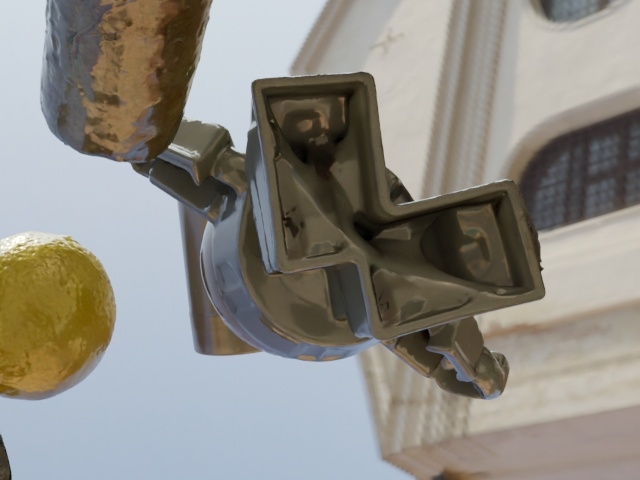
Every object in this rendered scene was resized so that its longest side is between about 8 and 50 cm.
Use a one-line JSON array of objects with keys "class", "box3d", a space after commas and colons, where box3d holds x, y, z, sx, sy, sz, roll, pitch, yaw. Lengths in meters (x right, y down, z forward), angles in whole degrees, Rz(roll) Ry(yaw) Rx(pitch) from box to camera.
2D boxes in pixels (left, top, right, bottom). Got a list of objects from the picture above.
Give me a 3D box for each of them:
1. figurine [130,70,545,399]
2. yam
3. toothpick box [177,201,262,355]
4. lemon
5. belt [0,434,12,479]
[{"class": "figurine", "box3d": [-0.002, 0.000, 0.932, 0.167, 0.285, 0.342, -35, -88, -19]}, {"class": "yam", "box3d": [-0.099, -0.141, 0.710, 0.093, 0.259, 0.093, 8, -125, -11]}, {"class": "toothpick box", "box3d": [-0.090, 0.026, 1.427, 0.111, 0.111, 0.181, -14, -80, -48]}, {"class": "lemon", "box3d": [-0.314, 0.085, 1.456, 0.178, 0.178, 0.203, 52, -143, -20]}, {"class": "belt", "box3d": [-0.383, 0.259, 1.497, 0.058, 0.105, 0.140, -10, -87, -37]}]
